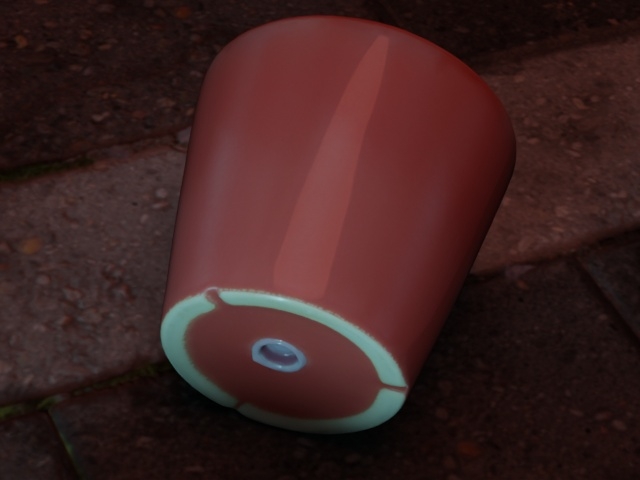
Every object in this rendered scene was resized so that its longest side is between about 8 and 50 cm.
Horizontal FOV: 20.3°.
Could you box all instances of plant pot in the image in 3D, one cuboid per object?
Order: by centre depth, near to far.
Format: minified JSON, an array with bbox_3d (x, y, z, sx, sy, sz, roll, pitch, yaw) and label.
[{"bbox_3d":[0.000,0.000,1.401,0.275,0.275,0.243,15,56,4],"label":"plant pot"}]
